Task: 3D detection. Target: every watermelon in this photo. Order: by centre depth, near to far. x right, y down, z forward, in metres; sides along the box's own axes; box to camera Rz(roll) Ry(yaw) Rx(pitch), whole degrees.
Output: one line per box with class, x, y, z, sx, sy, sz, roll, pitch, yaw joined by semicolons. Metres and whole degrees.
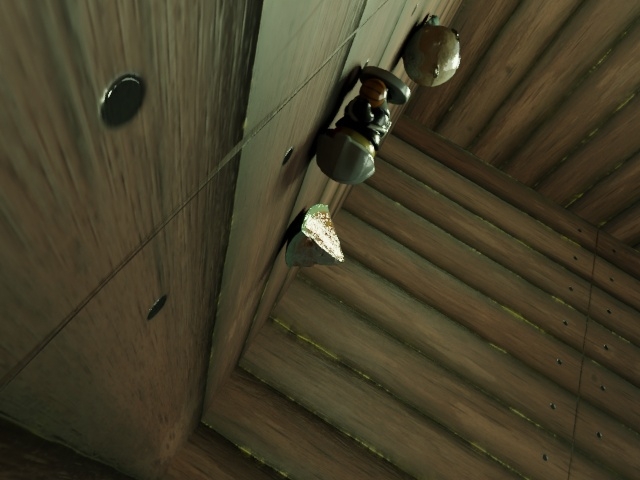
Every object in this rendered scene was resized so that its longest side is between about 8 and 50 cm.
watermelon;-0.021;-0.009;1.307;0.136;0.202;0.207;-4;-140;44

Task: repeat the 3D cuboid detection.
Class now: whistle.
whistle;0.348;-0.631;1.375;0.189;0.188;0.348;118;-17;-48

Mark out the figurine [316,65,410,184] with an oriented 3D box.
figurine;0.084;-0.234;0.887;0.237;0.132;0.176;-61;168;2
